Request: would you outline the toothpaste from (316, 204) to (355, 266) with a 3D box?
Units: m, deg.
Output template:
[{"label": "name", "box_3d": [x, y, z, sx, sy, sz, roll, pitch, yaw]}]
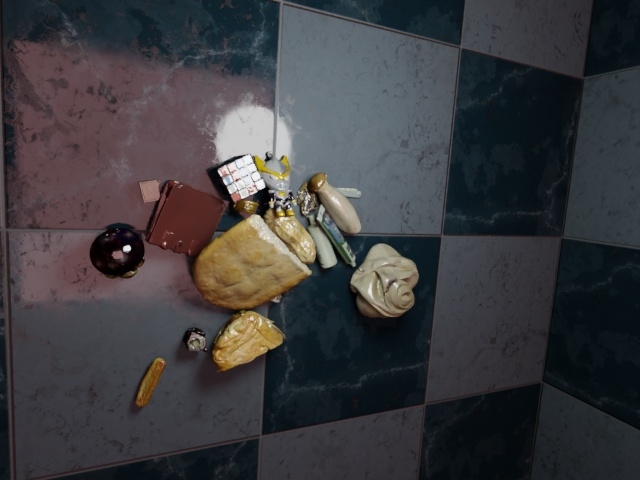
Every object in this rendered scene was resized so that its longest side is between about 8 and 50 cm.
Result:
[{"label": "toothpaste", "box_3d": [0.082, -0.004, 1.998, 0.392, 0.061, 0.099, 56, 34, -37]}]

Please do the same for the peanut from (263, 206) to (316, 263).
[{"label": "peanut", "box_3d": [-0.129, -0.021, 1.890, 0.140, 0.153, 0.325, -43, 106, -10]}]

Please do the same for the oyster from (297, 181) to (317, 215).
[{"label": "oyster", "box_3d": [-0.059, -0.198, 1.951, 0.103, 0.051, 0.148, -25, 97, -27]}]

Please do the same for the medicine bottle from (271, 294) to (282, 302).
[{"label": "medicine bottle", "box_3d": [-0.173, 0.180, 1.957, 0.092, 0.061, 0.221, 20, 90, -50]}]

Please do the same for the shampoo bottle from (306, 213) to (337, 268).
[{"label": "shampoo bottle", "box_3d": [0.000, 0.000, 1.988, 0.085, 0.085, 0.263, -26, 108, -19]}]

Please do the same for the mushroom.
[{"label": "mushroom", "box_3d": [0.072, -0.168, 1.967, 0.128, 0.128, 0.350, -46, 116, -12]}]

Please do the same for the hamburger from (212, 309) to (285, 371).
[{"label": "hamburger", "box_3d": [-0.338, 0.413, 1.857, 0.329, 0.162, 0.209, -21, 104, -18]}]

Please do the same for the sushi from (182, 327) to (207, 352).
[{"label": "sushi", "box_3d": [-0.536, 0.430, 1.812, 0.097, 0.084, 0.094, 14, 89, -30]}]

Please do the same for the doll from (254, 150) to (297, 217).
[{"label": "doll", "box_3d": [-0.190, -0.248, 1.817, 0.145, 0.103, 0.317, -13, 76, -4]}]

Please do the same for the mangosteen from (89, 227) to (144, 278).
[{"label": "mangosteen", "box_3d": [-0.767, 0.065, 1.602, 0.194, 0.194, 0.231, -17, 126, -21]}]

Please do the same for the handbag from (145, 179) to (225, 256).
[{"label": "handbag", "box_3d": [-0.543, -0.080, 1.701, 0.260, 0.084, 0.276, 24, 88, -45]}]

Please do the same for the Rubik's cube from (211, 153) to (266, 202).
[{"label": "Rubik's cube", "box_3d": [-0.344, -0.262, 1.755, 0.155, 0.151, 0.154, -30, 110, -17]}]

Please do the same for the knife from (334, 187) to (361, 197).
[{"label": "knife", "box_3d": [0.126, -0.235, 2.043, 0.162, 0.023, 0.044, 4, 98, -25]}]

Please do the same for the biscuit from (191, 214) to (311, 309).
[{"label": "biscuit", "box_3d": [-0.310, 0.125, 1.759, 0.445, 0.104, 0.429, -30, 133, 2]}]

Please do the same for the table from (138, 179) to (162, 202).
[{"label": "table", "box_3d": [-0.668, -0.199, 1.660, 0.082, 0.070, 0.084, -14, 105, -23]}]

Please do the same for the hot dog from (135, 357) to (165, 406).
[{"label": "hot dog", "box_3d": [-0.720, 0.596, 1.774, 0.066, 0.047, 0.216, 23, 88, -11]}]

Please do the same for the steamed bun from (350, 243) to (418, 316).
[{"label": "steamed bun", "box_3d": [0.339, 0.233, 2.088, 0.342, 0.255, 0.368, 42, 82, -26]}]

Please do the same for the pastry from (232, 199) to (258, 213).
[{"label": "pastry", "box_3d": [-0.323, -0.148, 1.811, 0.109, 0.097, 0.057, 11, 94, -25]}]
